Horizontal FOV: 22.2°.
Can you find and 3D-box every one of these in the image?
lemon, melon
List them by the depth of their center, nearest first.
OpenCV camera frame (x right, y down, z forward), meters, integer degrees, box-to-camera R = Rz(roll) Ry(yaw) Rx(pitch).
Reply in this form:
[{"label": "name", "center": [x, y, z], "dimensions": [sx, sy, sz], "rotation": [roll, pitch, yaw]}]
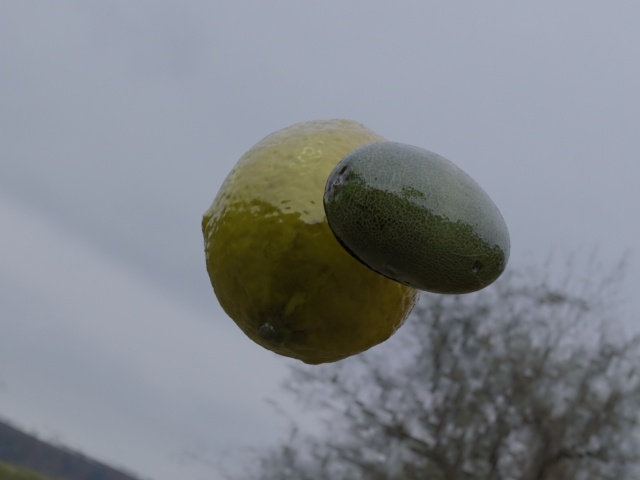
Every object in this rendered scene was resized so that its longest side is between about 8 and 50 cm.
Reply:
[{"label": "melon", "center": [0.074, -0.014, 1.193], "dimensions": [0.162, 0.099, 0.099], "rotation": [26, -11, -33]}, {"label": "lemon", "center": [0.000, 0.000, 1.353], "dimensions": [0.192, 0.231, 0.192], "rotation": [14, -49, 17]}]
